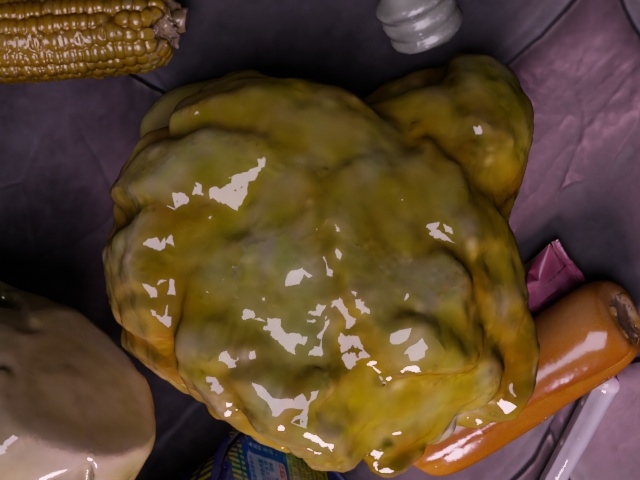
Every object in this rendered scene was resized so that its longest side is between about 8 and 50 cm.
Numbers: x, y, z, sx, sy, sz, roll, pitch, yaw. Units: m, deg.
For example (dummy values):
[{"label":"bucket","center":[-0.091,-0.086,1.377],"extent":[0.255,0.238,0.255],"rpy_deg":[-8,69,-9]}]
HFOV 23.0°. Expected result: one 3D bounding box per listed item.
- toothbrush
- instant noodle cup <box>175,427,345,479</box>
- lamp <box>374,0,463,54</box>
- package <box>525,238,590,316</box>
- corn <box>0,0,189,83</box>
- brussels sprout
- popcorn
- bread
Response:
[{"label":"toothbrush","center":[0.200,0.260,1.462],"extent":[0.030,0.025,0.342],"rpy_deg":[14,116,-12]},{"label":"instant noodle cup","center":[-0.126,0.345,1.406],"extent":[0.312,0.284,0.284],"rpy_deg":[-28,112,23]},{"label":"lamp","center":[0.046,-0.231,1.189],"extent":[0.106,0.106,0.193],"rpy_deg":[-23,120,13]},{"label":"package","center":[0.184,0.038,1.352],"extent":[0.083,0.029,0.059],"rpy_deg":[-31,117,14]},{"label":"corn","center":[-0.220,-0.162,1.244],"extent":[0.238,0.080,0.080],"rpy_deg":[-6,116,6]},{"label":"brussels sprout","center":[-0.293,0.169,1.272],"extent":[0.355,0.289,0.281],"rpy_deg":[-25,118,37]},{"label":"popcorn","center":[0.004,0.007,1.211],"extent":[0.334,0.293,0.292],"rpy_deg":[-1,120,-18]},{"label":"bread","center":[0.172,0.124,1.363],"extent":[0.239,0.074,0.092],"rpy_deg":[-35,127,19]}]
